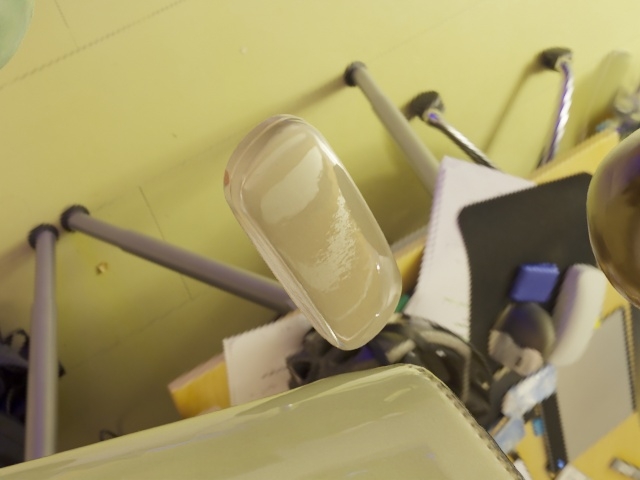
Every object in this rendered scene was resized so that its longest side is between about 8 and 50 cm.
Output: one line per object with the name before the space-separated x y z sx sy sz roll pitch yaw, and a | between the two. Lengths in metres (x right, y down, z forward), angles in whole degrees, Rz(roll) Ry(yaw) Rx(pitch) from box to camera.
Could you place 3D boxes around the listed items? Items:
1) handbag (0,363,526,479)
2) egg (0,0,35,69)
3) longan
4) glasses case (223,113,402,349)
handbag | -0.067 0.189 0.361 0.358 0.237 0.160 -8 145 -35
egg | -0.407 -0.278 0.771 0.276 0.276 0.389 -48 133 -3
longan | 0.315 -0.015 0.761 0.198 0.198 0.212 -68 168 13
glasses case | 0.000 0.000 0.654 0.081 0.051 0.204 -45 133 -16
